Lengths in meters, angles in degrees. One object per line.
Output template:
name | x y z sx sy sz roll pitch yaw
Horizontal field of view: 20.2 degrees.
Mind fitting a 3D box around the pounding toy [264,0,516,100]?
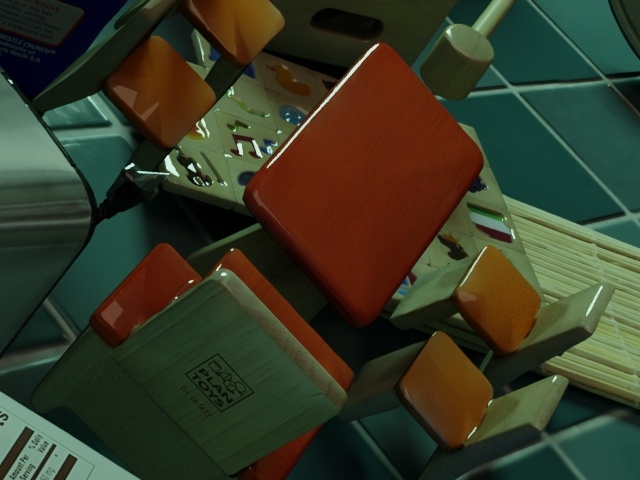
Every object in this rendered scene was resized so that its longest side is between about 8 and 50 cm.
pounding toy | 0.032 -0.144 1.100 0.181 0.094 0.206 9 41 -36

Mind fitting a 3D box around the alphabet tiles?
alphabet tiles | 0.012 -0.034 0.984 0.237 0.009 0.198 17 35 -27

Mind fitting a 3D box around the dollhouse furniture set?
dollhouse furniture set | 0.000 0.000 0.788 0.262 0.135 0.259 47 42 -9

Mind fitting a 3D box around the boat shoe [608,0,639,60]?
boat shoe | 0.344 -0.128 1.383 0.335 0.112 0.095 34 14 -13

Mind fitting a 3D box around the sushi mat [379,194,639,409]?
sushi mat | 0.118 0.022 1.037 0.316 0.019 0.151 20 34 -24

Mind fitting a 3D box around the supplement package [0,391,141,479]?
supplement package | -0.081 0.181 0.468 0.203 0.194 0.149 33 31 -4

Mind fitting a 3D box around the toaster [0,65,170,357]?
toaster | -0.183 -0.012 0.635 0.168 0.186 0.110 47 23 17

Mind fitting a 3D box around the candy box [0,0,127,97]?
candy box | -0.225 -0.263 0.909 0.268 0.122 0.317 17 53 -29
